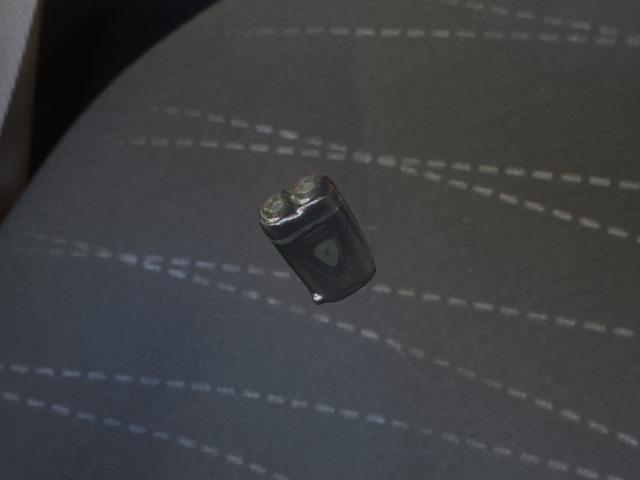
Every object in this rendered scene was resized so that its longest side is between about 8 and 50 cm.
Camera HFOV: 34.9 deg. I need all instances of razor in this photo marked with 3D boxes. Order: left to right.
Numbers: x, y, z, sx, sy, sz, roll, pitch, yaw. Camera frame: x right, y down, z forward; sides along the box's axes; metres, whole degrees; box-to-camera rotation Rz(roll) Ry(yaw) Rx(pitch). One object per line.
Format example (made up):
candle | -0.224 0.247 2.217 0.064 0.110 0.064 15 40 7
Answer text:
razor | 0.000 0.000 1.094 0.090 0.148 0.054 -29 39 4
